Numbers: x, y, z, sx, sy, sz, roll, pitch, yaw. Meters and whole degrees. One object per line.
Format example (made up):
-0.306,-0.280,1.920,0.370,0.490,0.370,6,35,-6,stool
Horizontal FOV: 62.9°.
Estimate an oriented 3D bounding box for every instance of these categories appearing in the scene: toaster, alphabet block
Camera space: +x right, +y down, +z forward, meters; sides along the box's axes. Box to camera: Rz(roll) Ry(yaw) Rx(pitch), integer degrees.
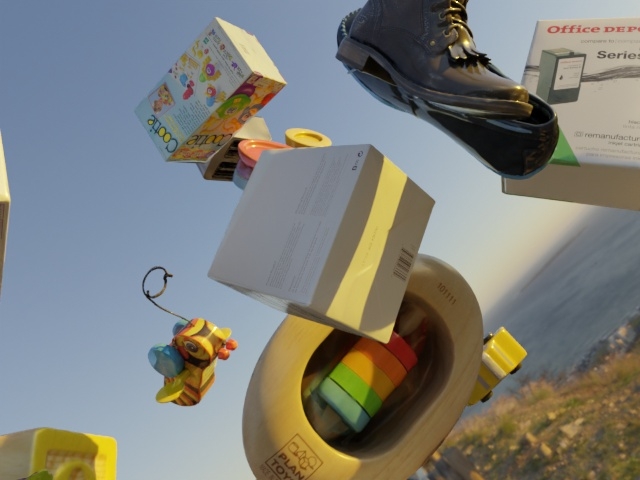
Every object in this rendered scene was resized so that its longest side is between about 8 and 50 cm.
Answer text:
-0.242,-0.251,1.385,0.185,0.110,0.168,-1,-38,-44,toaster
-0.438,0.393,0.762,0.197,0.192,0.193,-15,-26,9,alphabet block

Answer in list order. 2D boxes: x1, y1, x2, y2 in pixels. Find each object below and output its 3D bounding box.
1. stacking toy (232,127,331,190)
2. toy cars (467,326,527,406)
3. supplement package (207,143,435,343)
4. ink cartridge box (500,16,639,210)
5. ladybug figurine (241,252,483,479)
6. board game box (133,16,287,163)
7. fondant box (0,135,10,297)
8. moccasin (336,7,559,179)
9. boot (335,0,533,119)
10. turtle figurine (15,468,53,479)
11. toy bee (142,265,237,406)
-0.039,-0.147,1.251,0.309,0.279,0.130,-25,-42,-49,stacking toy
0.271,0.281,1.171,0.393,0.177,0.087,-1,-14,4,toy cars
0.000,0.000,0.667,0.149,0.203,0.194,32,-106,-40,supplement package
0.427,-0.211,0.842,0.121,0.211,0.289,54,-129,-56,ink cartridge box
0.061,0.212,0.827,0.449,0.305,0.162,-41,1,-17,ladybug figurine
-0.234,-0.304,1.113,0.275,0.144,0.142,-37,-10,23,board game box
-0.505,-0.058,0.725,0.096,0.238,0.330,-5,-28,-35,fondant box
0.164,-0.221,0.672,0.138,0.342,0.117,-49,-19,-12,moccasin
0.135,-0.261,0.530,0.091,0.263,0.229,-3,-58,-52,boot
-0.427,0.311,0.618,0.217,0.270,0.087,-5,-28,17,turtle figurine
-0.233,0.212,0.958,0.298,0.162,0.195,79,-147,-52,toy bee
